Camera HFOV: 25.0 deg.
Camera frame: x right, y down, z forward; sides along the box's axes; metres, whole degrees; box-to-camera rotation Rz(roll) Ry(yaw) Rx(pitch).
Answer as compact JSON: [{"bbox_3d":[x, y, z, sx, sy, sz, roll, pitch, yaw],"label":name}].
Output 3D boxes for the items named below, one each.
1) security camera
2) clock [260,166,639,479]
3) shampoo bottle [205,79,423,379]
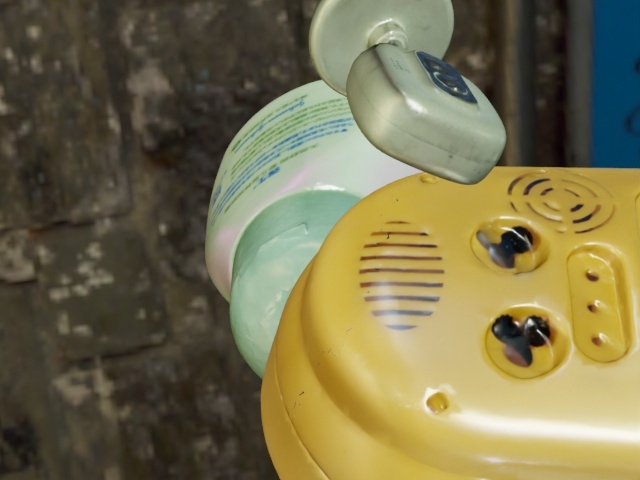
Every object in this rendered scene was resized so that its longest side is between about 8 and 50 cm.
[{"bbox_3d":[0.032,-0.053,0.481,0.092,0.058,0.058,-119,-160,-54],"label":"security camera"},{"bbox_3d":[0.131,0.073,0.798,0.200,0.317,0.244,104,-9,-45],"label":"clock"},{"bbox_3d":[0.000,0.000,1.195,0.151,0.222,0.349,52,14,-22],"label":"shampoo bottle"}]
